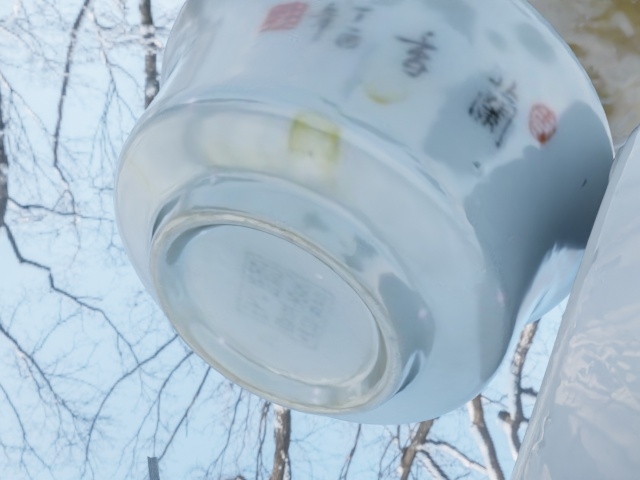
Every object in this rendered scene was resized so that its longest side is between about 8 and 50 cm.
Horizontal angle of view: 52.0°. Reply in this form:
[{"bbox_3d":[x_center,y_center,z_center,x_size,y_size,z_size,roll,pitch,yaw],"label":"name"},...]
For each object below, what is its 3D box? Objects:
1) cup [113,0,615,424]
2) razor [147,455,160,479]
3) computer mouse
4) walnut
[{"bbox_3d":[0.000,0.000,0.437,0.346,0.347,0.163,22,-132,13],"label":"cup"},{"bbox_3d":[-0.136,0.302,0.736,0.033,0.190,0.066,-33,-134,10],"label":"razor"},{"bbox_3d":[0.179,0.084,0.340,0.121,0.297,0.184,21,178,29],"label":"computer mouse"},{"bbox_3d":[0.248,-0.181,0.608,0.296,0.285,0.285,-21,-134,-15],"label":"walnut"}]
